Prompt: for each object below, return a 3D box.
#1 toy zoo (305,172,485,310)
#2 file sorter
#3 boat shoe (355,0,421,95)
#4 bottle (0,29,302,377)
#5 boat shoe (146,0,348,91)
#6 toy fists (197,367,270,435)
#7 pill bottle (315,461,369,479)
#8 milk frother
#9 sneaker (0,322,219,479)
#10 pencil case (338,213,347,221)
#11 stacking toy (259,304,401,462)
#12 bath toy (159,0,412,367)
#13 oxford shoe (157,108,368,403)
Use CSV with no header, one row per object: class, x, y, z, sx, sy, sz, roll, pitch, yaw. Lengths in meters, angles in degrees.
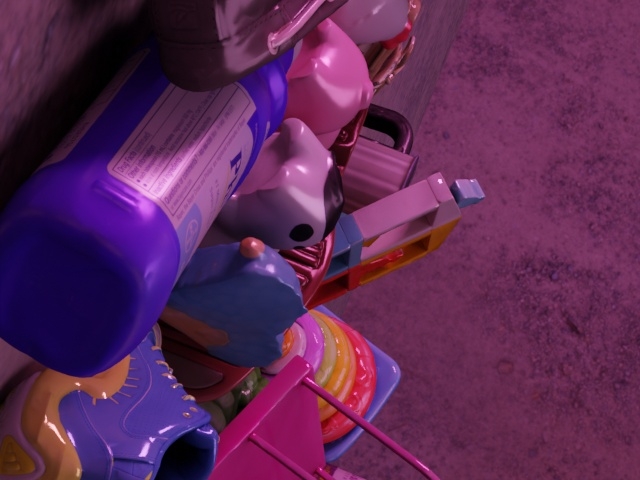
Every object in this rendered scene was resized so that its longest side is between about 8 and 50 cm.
toy zoo,0.023,0.015,1.495,0.293,0.030,0.192,-25,167,-7
file sorter,-0.042,0.289,1.310,0.291,0.182,0.202,-45,155,-22
boat shoe,0.049,-0.193,1.599,0.285,0.089,0.104,77,34,-81
bottle,-0.084,-0.051,0.862,0.118,0.092,0.283,-56,-176,40
boat shoe,-0.020,-0.163,0.893,0.335,0.112,0.095,-41,128,-63
toy fists,-0.111,0.165,1.421,0.279,0.096,0.142,14,97,-83
pill bottle,-0.027,0.315,1.698,0.169,0.302,0.169,21,90,-84
milk frother,0.029,-0.095,1.551,0.143,0.135,0.129,82,29,-78
sneaker,-0.119,0.117,1.010,0.240,0.126,0.091,-52,163,-69
pencil case,0.000,0.000,1.979,0.151,0.065,0.070,-61,154,-49
stacking toy,-0.036,0.132,1.812,0.165,0.175,0.302,-50,157,-7
bath toy,-0.018,-0.085,1.168,0.129,0.151,0.348,47,53,-43
oxford shoe,-0.050,0.001,1.275,0.130,0.123,0.348,113,3,-56
